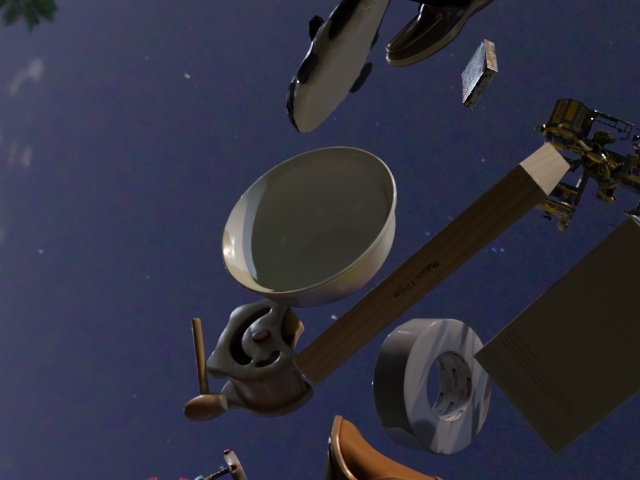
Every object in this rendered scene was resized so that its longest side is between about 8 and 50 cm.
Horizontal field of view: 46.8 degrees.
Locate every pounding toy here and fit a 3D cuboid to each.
[{"bbox_3d":[-0.096,0.161,1.117,0.154,0.155,0.270,-8,-150,19],"label":"pounding toy"}]

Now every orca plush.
[{"bbox_3d":[0.009,-0.296,1.053,0.102,0.151,0.287,47,-40,23],"label":"orca plush"}]

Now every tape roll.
[{"bbox_3d":[0.187,0.239,1.221,0.072,0.219,0.219,-7,-114,50],"label":"tape roll"}]

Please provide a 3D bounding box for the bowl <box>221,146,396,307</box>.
[{"bbox_3d":[0.000,0.000,1.188,0.297,0.134,0.298,-15,-134,16],"label":"bowl"}]

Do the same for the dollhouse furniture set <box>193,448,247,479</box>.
[{"bbox_3d":[-0.131,0.291,0.764,0.129,0.129,0.183,-23,-175,-14],"label":"dollhouse furniture set"}]

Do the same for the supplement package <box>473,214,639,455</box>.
[{"bbox_3d":[0.397,0.128,1.028,0.293,0.177,0.175,-48,-115,22],"label":"supplement package"}]

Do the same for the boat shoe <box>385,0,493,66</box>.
[{"bbox_3d":[0.255,-0.502,1.539,0.342,0.123,0.123,-40,-148,-3],"label":"boat shoe"}]

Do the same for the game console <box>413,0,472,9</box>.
[{"bbox_3d":[0.040,-0.336,0.744,0.361,0.213,0.044,-87,-165,-51],"label":"game console"}]

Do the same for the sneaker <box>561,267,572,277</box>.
[{"bbox_3d":[0.576,0.035,1.365,0.283,0.122,0.110,-29,-89,53],"label":"sneaker"}]

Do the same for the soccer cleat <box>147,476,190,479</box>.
[{"bbox_3d":[-0.128,0.349,0.883,0.247,0.083,0.095,9,-94,5],"label":"soccer cleat"}]

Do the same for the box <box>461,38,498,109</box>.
[{"bbox_3d":[0.320,-0.338,1.497,0.137,0.027,0.094,-78,-166,-52],"label":"box"}]

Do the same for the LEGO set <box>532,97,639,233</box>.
[{"bbox_3d":[0.509,-0.094,1.331,0.331,0.255,0.192,24,-96,2],"label":"LEGO set"}]

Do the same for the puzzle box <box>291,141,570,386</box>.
[{"bbox_3d":[0.158,0.028,1.026,0.409,0.272,0.052,-43,-96,26],"label":"puzzle box"}]

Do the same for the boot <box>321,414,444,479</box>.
[{"bbox_3d":[0.082,0.233,0.684,0.197,0.152,0.073,-107,-156,-70],"label":"boot"}]
